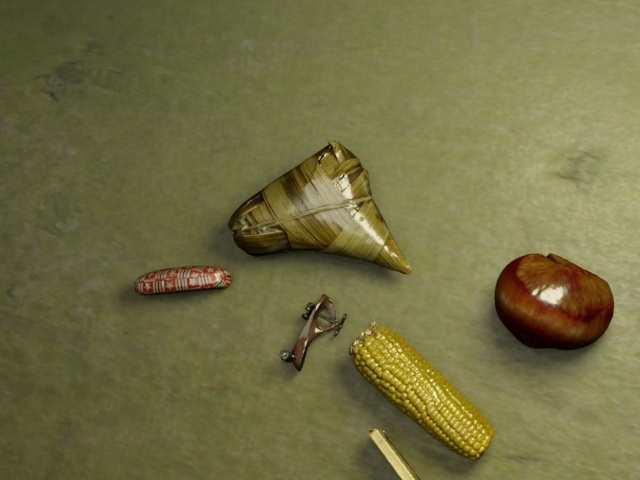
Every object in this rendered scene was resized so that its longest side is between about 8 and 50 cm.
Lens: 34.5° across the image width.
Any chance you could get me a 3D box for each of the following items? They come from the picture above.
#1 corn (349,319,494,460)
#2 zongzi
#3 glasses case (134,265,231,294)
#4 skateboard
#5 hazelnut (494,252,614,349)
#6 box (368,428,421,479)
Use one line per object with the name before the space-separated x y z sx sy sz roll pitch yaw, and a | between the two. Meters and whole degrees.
corn | 0.179 0.273 1.842 0.305 0.106 0.106 43 92 15
zongzi | 0.000 0.000 1.934 0.286 0.134 0.288 -33 81 13
glasses case | -0.272 0.076 2.013 0.195 0.073 0.049 -6 84 14
skateboard | -0.011 0.176 1.935 0.080 0.067 0.151 26 83 9
hazelnut | 0.404 0.114 1.782 0.204 0.178 0.177 10 81 -14
box | 0.140 0.397 1.842 0.020 0.073 0.149 -40 73 4
